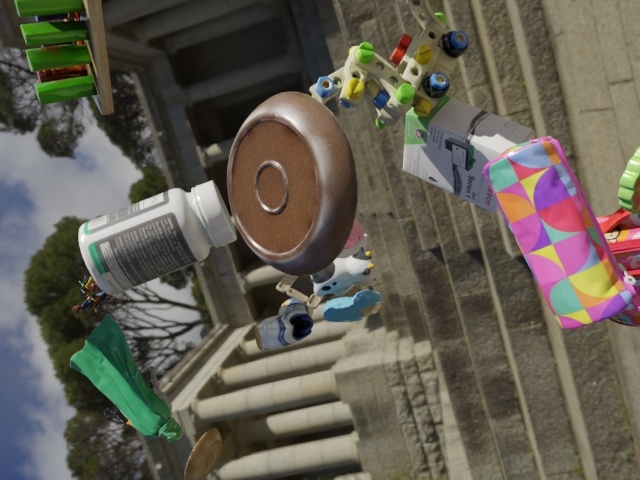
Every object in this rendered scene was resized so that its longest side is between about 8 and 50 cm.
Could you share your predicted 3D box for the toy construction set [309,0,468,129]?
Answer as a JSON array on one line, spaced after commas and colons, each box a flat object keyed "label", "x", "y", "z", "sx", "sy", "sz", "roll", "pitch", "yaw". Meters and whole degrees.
[{"label": "toy construction set", "x": 0.144, "y": -0.343, "z": 1.036, "sx": 0.327, "sy": 0.215, "sz": 0.151, "roll": -62, "pitch": 5, "yaw": -7}]

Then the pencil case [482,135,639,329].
[{"label": "pencil case", "x": 0.290, "y": -0.011, "z": 0.695, "sx": 0.236, "sy": 0.104, "sz": 0.104, "roll": 62, "pitch": -169, "yaw": 4}]

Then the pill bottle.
[{"label": "pill bottle", "x": -0.417, "y": -0.013, "z": 1.512, "sx": 0.204, "sy": 0.361, "sz": 0.204, "roll": 158, "pitch": 90, "yaw": -86}]

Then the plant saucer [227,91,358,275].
[{"label": "plant saucer", "x": -0.067, "y": -0.089, "z": 0.966, "sx": 0.050, "sy": 0.310, "sz": 0.310, "roll": -11, "pitch": -95, "yaw": -43}]

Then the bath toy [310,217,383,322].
[{"label": "bath toy", "x": 0.039, "y": -0.001, "z": 1.276, "sx": 0.129, "sy": 0.151, "sz": 0.348, "roll": 117, "pitch": 142, "yaw": -55}]

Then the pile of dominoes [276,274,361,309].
[{"label": "pile of dominoes", "x": -0.002, "y": 0.137, "z": 1.584, "sx": 0.040, "sy": 0.196, "sz": 0.251, "roll": -64, "pitch": -6, "yaw": 25}]

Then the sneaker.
[{"label": "sneaker", "x": -0.066, "y": 0.241, "z": 1.660, "sx": 0.296, "sy": 0.131, "sz": 0.112, "roll": -35, "pitch": -66, "yaw": -63}]

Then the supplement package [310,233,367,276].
[{"label": "supplement package", "x": 0.000, "y": 0.000, "z": 1.597, "sx": 0.244, "sy": 0.139, "sz": 0.134, "roll": 42, "pitch": 136, "yaw": 45}]

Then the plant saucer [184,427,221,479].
[{"label": "plant saucer", "x": -0.166, "y": 0.316, "z": 0.840, "sx": 0.083, "sy": 0.015, "sz": 0.083, "roll": -54, "pitch": -25, "yaw": -40}]

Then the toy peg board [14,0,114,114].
[{"label": "toy peg board", "x": -0.308, "y": -0.250, "z": 0.666, "sx": 0.160, "sy": 0.079, "sz": 0.161, "roll": 55, "pitch": 149, "yaw": 31}]

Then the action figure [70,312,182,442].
[{"label": "action figure", "x": -0.313, "y": 0.249, "z": 0.970, "sx": 0.232, "sy": 0.137, "sz": 0.063, "roll": 45, "pitch": -156, "yaw": 15}]

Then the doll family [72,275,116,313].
[{"label": "doll family", "x": -0.658, "y": 0.156, "z": 1.685, "sx": 0.111, "sy": 0.076, "sz": 0.193, "roll": -39, "pitch": -25, "yaw": -47}]

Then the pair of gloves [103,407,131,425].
[{"label": "pair of gloves", "x": -0.476, "y": 0.407, "z": 1.384, "sx": 0.074, "sy": 0.010, "sz": 0.083, "roll": 24, "pitch": -158, "yaw": -13}]

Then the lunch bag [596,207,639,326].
[{"label": "lunch bag", "x": 0.584, "y": 0.030, "z": 0.959, "sx": 0.258, "sy": 0.293, "sz": 0.120, "roll": 45, "pitch": -126, "yaw": -25}]

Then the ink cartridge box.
[{"label": "ink cartridge box", "x": 0.278, "y": -0.171, "z": 1.115, "sx": 0.092, "sy": 0.219, "sz": 0.160, "roll": -46, "pitch": -29, "yaw": -27}]

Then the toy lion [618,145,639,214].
[{"label": "toy lion", "x": 0.318, "y": -0.077, "z": 0.546, "sx": 0.034, "sy": 0.096, "sz": 0.100, "roll": 34, "pitch": 137, "yaw": 45}]
